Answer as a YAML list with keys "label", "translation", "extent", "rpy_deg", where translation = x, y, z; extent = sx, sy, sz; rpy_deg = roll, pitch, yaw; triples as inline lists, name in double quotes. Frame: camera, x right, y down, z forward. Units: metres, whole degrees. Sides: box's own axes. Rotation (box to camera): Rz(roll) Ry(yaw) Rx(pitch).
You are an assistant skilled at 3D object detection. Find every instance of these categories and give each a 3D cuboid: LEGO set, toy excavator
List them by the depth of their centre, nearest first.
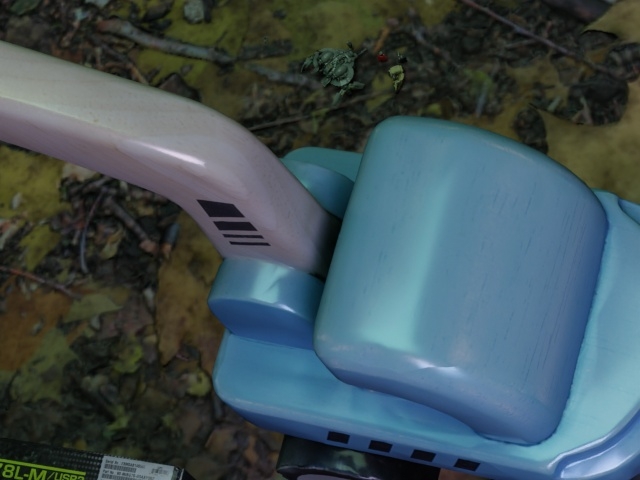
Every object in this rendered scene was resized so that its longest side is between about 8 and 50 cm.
- label: "toy excavator"
  translation: [0.000, 0.000, 0.979]
  extent: [0.432, 0.445, 0.222]
  rpy_deg: [10, 70, 20]
- label: "LEGO set"
  translation: [0.023, -0.132, 1.270]
  extent: [0.083, 0.023, 0.054]
  rpy_deg: [-12, 64, 12]

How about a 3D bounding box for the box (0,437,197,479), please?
- label: "box"
  translation: [-0.149, 0.179, 1.094]
  extent: [0.190, 0.184, 0.045]
  rpy_deg: [6, 69, 20]
